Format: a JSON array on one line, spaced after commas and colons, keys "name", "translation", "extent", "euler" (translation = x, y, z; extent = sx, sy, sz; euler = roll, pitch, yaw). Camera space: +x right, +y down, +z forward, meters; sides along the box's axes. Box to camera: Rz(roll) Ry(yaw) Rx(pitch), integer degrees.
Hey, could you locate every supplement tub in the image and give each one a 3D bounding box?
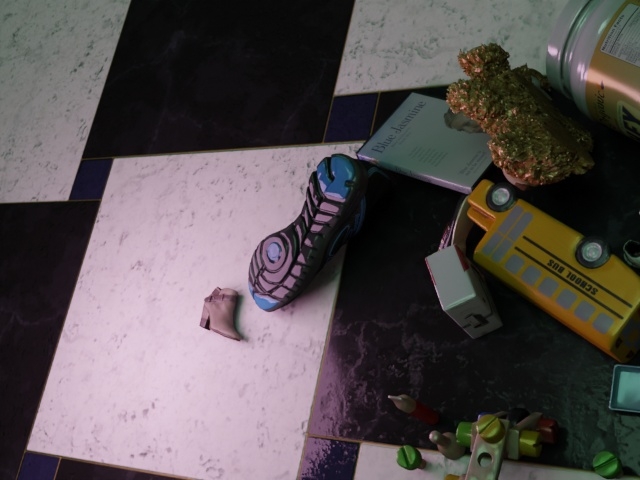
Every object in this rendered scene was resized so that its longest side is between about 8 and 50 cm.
[{"name": "supplement tub", "translation": [0.513, -0.248, 1.410], "extent": [0.316, 0.228, 0.228], "euler": [36, 90, 39]}]

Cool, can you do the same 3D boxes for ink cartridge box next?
[{"name": "ink cartridge box", "translation": [0.224, 0.081, 1.497], "extent": [0.056, 0.135, 0.099], "euler": [-27, 56, 16]}]

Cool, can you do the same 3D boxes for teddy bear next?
[{"name": "teddy bear", "translation": [0.310, -0.191, 1.523], "extent": [0.113, 0.245, 0.338], "euler": [-51, 44, 30]}]

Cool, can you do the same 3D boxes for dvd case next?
[{"name": "dvd case", "translation": [0.208, -0.174, 1.666], "extent": [0.253, 0.022, 0.180], "euler": [21, 60, 38]}]

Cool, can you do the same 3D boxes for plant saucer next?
[{"name": "plant saucer", "translation": [0.499, 0.212, 1.331], "extent": [0.192, 0.018, 0.067], "euler": [1, 68, 34]}]

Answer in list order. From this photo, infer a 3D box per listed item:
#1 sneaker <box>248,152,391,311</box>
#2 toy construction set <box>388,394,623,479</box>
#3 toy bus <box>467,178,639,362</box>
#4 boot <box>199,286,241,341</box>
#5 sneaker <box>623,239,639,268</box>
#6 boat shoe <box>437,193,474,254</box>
[{"name": "sneaker", "translation": [0.000, 0.000, 1.701], "extent": [0.341, 0.139, 0.125], "euler": [-51, 59, 26]}, {"name": "toy construction set", "translation": [0.200, 0.311, 1.335], "extent": [0.309, 0.237, 0.257], "euler": [33, 88, 40]}, {"name": "toy bus", "translation": [0.351, 0.036, 1.455], "extent": [0.332, 0.108, 0.130], "euler": [37, 92, 39]}, {"name": "boot", "translation": [-0.176, 0.132, 1.791], "extent": [0.118, 0.042, 0.087], "euler": [17, 76, 37]}, {"name": "sneaker", "translation": [0.488, 0.034, 1.409], "extent": [0.109, 0.044, 0.040], "euler": [29, 83, 37]}, {"name": "boat shoe", "translation": [0.220, -0.016, 1.576], "extent": [0.042, 0.049, 0.133], "euler": [31, 117, 43]}]
